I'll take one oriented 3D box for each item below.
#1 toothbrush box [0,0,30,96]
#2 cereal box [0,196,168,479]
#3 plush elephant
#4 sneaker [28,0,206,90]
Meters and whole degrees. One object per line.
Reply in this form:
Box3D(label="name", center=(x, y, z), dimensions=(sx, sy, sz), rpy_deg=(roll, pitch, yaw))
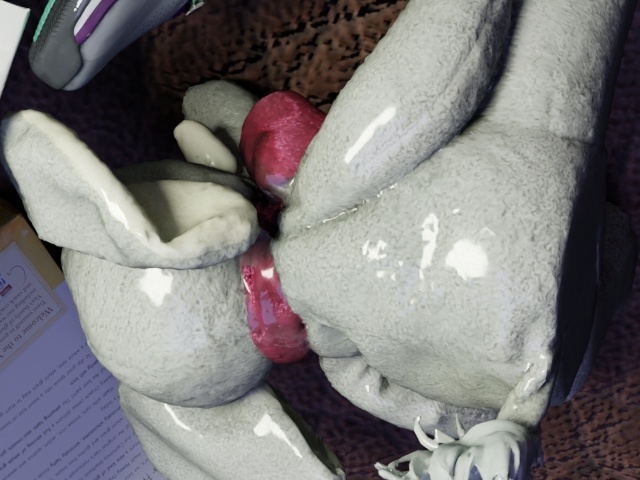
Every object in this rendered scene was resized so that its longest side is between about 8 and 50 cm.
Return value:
Box3D(label="toothbrush box", center=(-0.242, 0.031, 0.874), dimensions=(0.122, 0.283, 0.206), rpy_deg=(21, 163, -14))
Box3D(label="cereal box", center=(-0.178, 0.117, 1.072), dimensions=(0.173, 0.047, 0.240), rpy_deg=(-39, 124, -14))
Box3D(label="plush elephant", center=(0.000, 0.000, 0.918), dimensions=(0.255, 0.330, 0.271), rpy_deg=(8, 136, 17))
Box3D(label="sneaker", center=(-0.029, -0.139, 0.845), dimensions=(0.098, 0.083, 0.223), rpy_deg=(38, 81, -15))
